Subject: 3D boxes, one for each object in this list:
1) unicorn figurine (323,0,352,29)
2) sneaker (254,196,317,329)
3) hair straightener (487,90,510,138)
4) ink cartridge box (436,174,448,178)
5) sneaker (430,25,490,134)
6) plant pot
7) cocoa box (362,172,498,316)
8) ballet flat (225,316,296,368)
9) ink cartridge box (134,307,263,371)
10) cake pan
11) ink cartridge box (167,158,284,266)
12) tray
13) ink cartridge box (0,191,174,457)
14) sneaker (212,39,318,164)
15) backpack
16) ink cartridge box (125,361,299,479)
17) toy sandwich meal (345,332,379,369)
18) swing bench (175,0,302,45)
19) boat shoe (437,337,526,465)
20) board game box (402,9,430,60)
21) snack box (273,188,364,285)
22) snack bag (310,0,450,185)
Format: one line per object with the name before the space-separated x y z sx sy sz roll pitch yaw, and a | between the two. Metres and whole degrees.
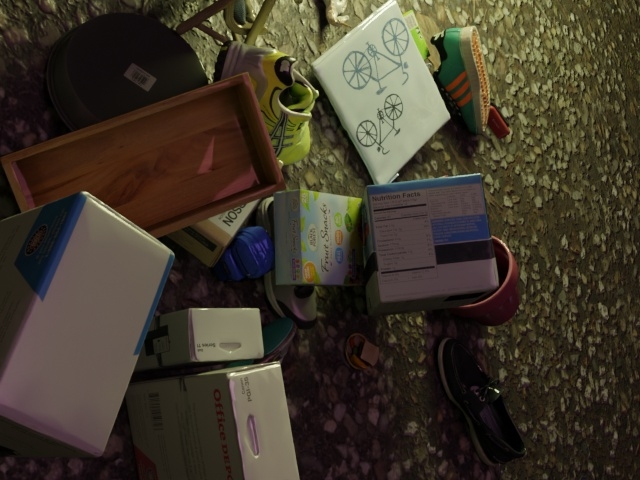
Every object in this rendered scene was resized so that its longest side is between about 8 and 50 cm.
unicorn figurine | 0.032 -0.546 2.080 0.162 0.060 0.111 50 48 -3
sneaker | -0.052 0.043 1.801 0.100 0.108 0.271 -13 90 -48
hair straightener | 0.430 -0.378 2.454 0.230 0.047 0.089 45 31 -21
ink cartridge box | 0.294 -0.074 2.216 0.099 0.056 0.135 -42 109 -44
sneaker | 0.356 -0.405 2.339 0.108 0.121 0.302 -59 142 -45
plant pot | 0.384 0.109 2.177 0.180 0.201 0.201 45 50 -48
cocoa box | 0.204 0.018 1.859 0.232 0.347 0.227 -7 81 -1
ballet flat | -0.119 0.234 1.717 0.221 0.077 0.079 -43 129 -37
ink cartridge box | -0.216 0.167 1.527 0.153 0.208 0.086 4 77 -45
cake pan | -0.319 -0.272 1.585 0.293 0.054 0.293 13 61 -25
ink cartridge box | -0.205 -0.101 1.650 0.193 0.088 0.234 35 52 -4
tray | -0.281 -0.110 1.488 0.411 0.076 0.202 -22 104 -16
ink cartridge box | -0.410 0.126 1.211 0.166 0.395 0.285 38 56 -36
sneaker | -0.075 -0.236 1.736 0.384 0.147 0.145 48 55 -67
backpack | -0.139 0.032 1.703 0.101 0.120 0.098 -39 107 -34
ink cartridge box | -0.178 0.314 1.474 0.117 0.283 0.207 -5 84 -46
toy sandwich meal | 0.088 0.236 1.947 0.086 0.029 0.085 14 70 -43
swing bench | -0.148 -0.510 1.683 0.165 0.255 0.253 22 40 -41
boat shoe | 0.386 0.376 2.153 0.127 0.113 0.340 -29 101 -45
board game box | 0.170 -0.455 2.203 0.259 0.039 0.124 -40 111 -46
snack box | 0.000 0.000 1.733 0.207 0.070 0.174 3 83 -53
snack bag | 0.151 -0.336 2.117 0.323 0.037 0.342 -47 118 -32
